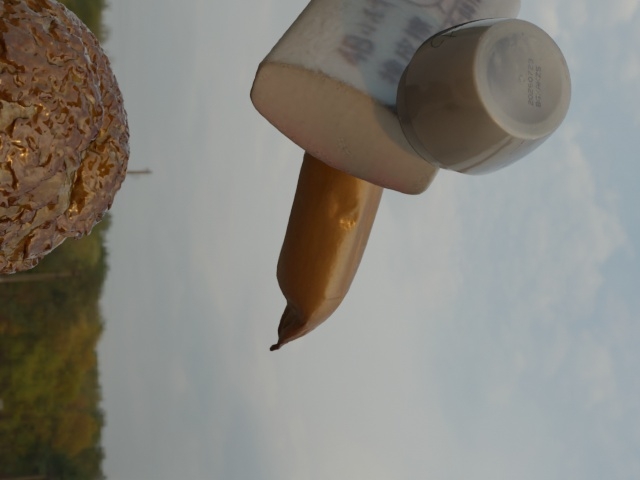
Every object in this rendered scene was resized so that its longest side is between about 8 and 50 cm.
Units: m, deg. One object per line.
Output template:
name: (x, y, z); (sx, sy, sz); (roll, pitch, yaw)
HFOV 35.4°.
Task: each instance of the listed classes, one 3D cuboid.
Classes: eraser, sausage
eraser: (0.068, -0.176, 0.919); (0.270, 0.174, 0.095); (-59, 176, -41)
sausage: (0.003, 0.003, 1.289); (0.112, 0.112, 0.328); (-129, -127, -62)

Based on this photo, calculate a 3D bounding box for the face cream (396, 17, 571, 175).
face cream: (0.123, -0.110, 0.766); (0.104, 0.117, 0.117); (-17, -105, 61)

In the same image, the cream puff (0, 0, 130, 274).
cream puff: (-0.298, -0.092, 0.964); (0.303, 0.212, 0.303); (-61, 171, -16)
